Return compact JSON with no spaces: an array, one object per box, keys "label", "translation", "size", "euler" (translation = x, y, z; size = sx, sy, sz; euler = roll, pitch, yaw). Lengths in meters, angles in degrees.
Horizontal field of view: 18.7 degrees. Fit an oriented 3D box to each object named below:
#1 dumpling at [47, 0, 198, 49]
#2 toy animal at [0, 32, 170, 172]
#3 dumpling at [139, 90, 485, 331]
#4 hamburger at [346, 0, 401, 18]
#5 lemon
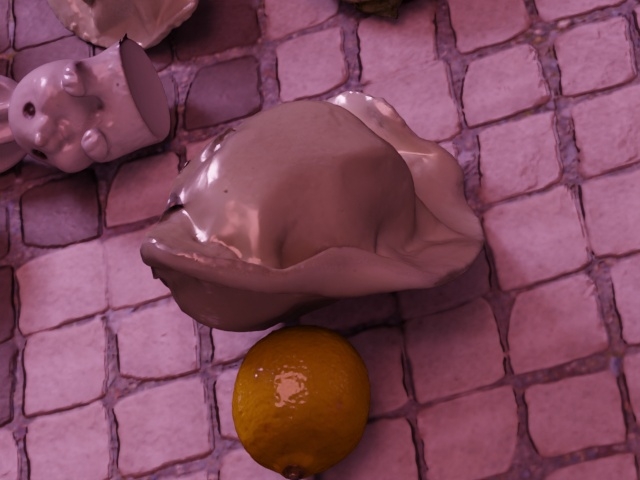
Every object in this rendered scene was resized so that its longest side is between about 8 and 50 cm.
[{"label":"dumpling","translation":[-0.194,-0.254,1.844],"size":[0.155,0.111,0.181],"euler":[-48,40,25]},{"label":"toy animal","translation":[-0.258,-0.109,1.755],"size":[0.220,0.104,0.131],"euler":[-13,25,14]},{"label":"dumpling","translation":[0.000,0.000,1.546],"size":[0.243,0.187,0.318],"euler":[24,34,14]},{"label":"hamburger","translation":[0.048,-0.257,1.755],"size":[0.176,0.087,0.102],"euler":[-6,54,14]},{"label":"lemon","translation":[-0.015,0.125,1.509],"size":[0.109,0.109,0.133],"euler":[-10,56,15]}]
